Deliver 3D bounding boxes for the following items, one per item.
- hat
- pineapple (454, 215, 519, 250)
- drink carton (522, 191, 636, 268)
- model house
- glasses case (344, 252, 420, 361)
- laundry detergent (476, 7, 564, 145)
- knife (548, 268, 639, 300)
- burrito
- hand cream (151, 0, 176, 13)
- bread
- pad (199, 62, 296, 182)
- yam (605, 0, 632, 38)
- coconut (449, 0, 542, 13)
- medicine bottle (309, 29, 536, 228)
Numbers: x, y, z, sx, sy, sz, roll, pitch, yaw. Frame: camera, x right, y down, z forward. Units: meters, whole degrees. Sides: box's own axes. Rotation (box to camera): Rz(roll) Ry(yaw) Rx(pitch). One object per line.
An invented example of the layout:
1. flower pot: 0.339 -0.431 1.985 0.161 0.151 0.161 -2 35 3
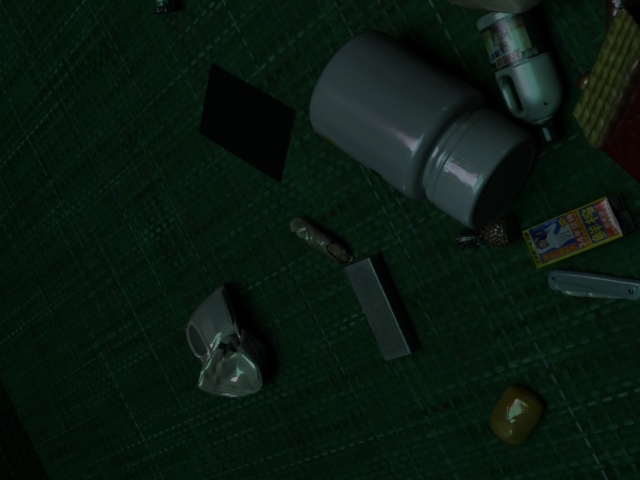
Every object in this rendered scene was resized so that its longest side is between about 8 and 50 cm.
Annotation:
1. hat: -0.203 0.226 2.062 0.219 0.164 0.226 -39 40 43
2. pineapple: 0.282 -0.012 1.558 0.124 0.058 0.058 -7 102 47
3. drink carton: 0.412 -0.015 1.441 0.165 0.056 0.071 -26 81 44
4. model house: 0.465 -0.203 1.230 0.254 0.160 0.196 46 142 34
5. glasses case: 0.122 0.130 1.756 0.070 0.047 0.205 -24 90 39
6. laundry detergent: 0.325 -0.258 1.412 0.099 0.070 0.226 -18 95 35
7. knife: 0.447 0.074 1.466 0.162 0.023 0.044 7 109 40
8. burrito: 0.000 0.000 1.811 0.149 0.055 0.041 35 96 28
9. hand cream: -0.341 -0.641 1.855 0.121 0.076 0.336 1 101 35
10. bread: 0.349 0.319 1.624 0.082 0.056 0.115 40 129 21
11. pad: -0.158 -0.246 1.881 0.245 0.006 0.170 32 124 27
12. yam: 0.430 -0.408 1.277 0.046 0.046 0.264 12 116 38
13. coconut: 0.261 -0.437 1.302 0.234 0.224 0.224 -34 83 46
14. medicine bottle: 0.168 -0.181 1.483 0.339 0.208 0.208 38 128 24
